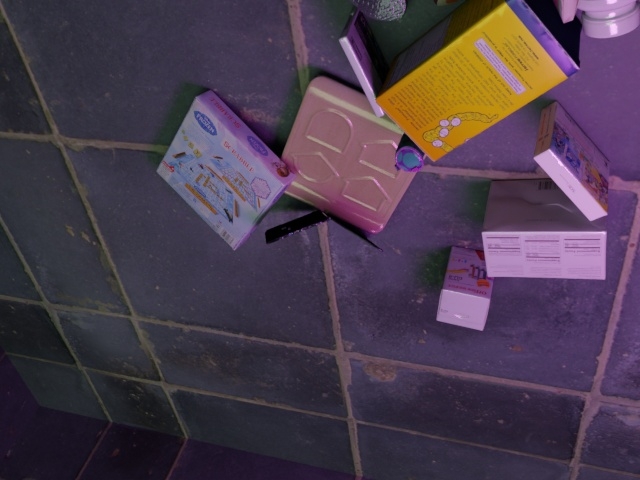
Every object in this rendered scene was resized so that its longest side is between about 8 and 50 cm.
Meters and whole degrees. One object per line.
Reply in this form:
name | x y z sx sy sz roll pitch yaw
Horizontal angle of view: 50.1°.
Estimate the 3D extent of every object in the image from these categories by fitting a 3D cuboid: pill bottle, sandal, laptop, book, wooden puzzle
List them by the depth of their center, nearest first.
pill bottle | 0.508 -0.495 1.215 0.137 0.136 0.245 -3 130 25
book | 0.426 -0.480 1.242 0.035 0.144 0.096 -19 161 8
sandal | 0.072 -0.543 1.420 0.255 0.054 0.097 30 129 7
wooden puzzle | 0.077 -0.213 1.710 0.322 0.080 0.347 25 131 -2
laptop | 0.000 0.000 1.804 0.265 0.234 0.136 -21 98 -3

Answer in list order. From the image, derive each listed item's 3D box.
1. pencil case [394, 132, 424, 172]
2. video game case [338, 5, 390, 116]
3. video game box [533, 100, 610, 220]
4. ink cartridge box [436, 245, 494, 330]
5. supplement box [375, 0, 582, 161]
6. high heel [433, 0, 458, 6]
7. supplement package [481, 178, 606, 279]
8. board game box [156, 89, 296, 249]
pencil case | 0.208 -0.207 1.518 0.065 0.151 0.070 -13 118 27
video game case | 0.101 -0.385 1.462 0.022 0.173 0.190 -15 124 26
video game box | 0.545 -0.172 1.471 0.205 0.187 0.048 42 133 -18
ink cartridge box | 0.391 0.126 1.823 0.128 0.176 0.127 11 135 12
supplement box | 0.317 -0.357 1.385 0.195 0.194 0.357 43 133 -18
high heel | 0.286 -0.603 1.251 0.181 0.127 0.377 66 151 12
supplement package | 0.527 -0.030 1.600 0.262 0.204 0.145 1 130 22
board game box | -0.260 -0.179 1.822 0.318 0.066 0.318 46 135 2
